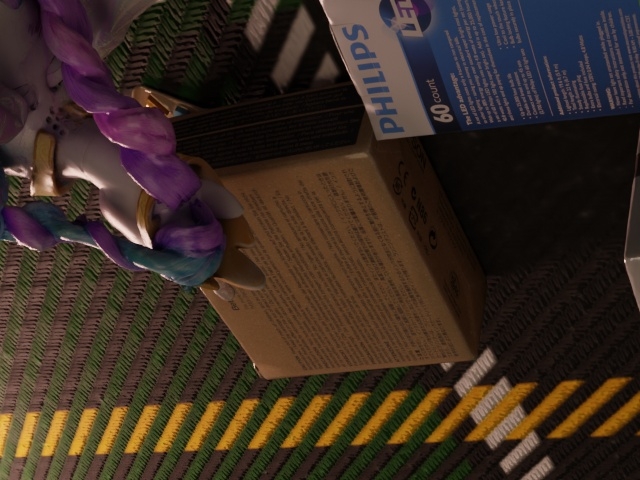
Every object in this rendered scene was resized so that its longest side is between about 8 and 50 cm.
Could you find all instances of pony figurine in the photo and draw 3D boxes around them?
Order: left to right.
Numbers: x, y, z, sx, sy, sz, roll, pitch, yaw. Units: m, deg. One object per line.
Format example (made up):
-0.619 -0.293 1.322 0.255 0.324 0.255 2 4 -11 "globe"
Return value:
-0.196 -0.130 0.740 0.363 0.303 0.351 25 146 27 "pony figurine"

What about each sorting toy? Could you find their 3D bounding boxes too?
-0.121 -0.081 0.933 0.062 0.012 0.083 18 140 1 "sorting toy"

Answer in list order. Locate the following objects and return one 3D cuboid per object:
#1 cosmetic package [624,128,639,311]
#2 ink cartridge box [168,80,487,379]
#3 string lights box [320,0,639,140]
0.279 -0.012 0.717 0.151 0.184 0.151 -5 135 26 "cosmetic package"
0.000 0.000 0.911 0.193 0.088 0.235 -7 136 25 "ink cartridge box"
0.139 -0.142 0.708 0.259 0.077 0.133 -3 135 25 "string lights box"
